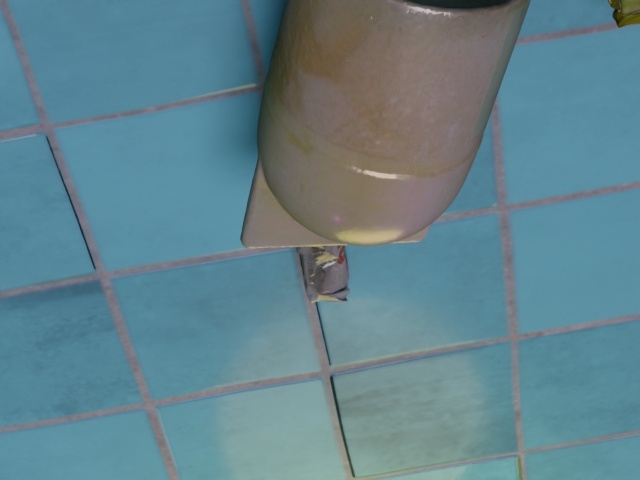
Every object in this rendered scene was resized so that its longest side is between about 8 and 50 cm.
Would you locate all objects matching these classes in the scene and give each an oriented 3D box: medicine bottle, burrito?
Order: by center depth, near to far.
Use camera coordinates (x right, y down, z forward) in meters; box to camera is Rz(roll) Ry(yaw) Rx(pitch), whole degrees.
[{"bbox_3d":[0.057,-0.143,1.600,0.236,0.235,0.406,5,133,-13],"label":"medicine bottle"},{"bbox_3d":[-0.001,0.000,1.861,0.064,0.064,0.203,-9,137,1],"label":"burrito"}]

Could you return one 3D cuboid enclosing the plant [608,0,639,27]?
[{"bbox_3d":[0.472,-0.260,1.587,0.306,0.297,0.261,-35,162,4],"label":"plant"}]
